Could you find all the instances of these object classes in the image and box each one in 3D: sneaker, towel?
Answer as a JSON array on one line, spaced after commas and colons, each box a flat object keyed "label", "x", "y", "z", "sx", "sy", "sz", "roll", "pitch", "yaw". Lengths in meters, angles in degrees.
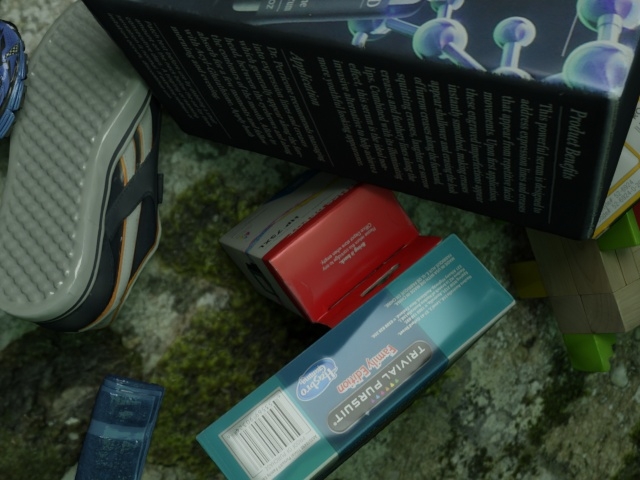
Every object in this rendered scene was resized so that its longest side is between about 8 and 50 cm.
[{"label": "sneaker", "x": -0.329, "y": -0.097, "z": 0.636, "sx": 0.087, "sy": 0.083, "sz": 0.221, "roll": 34, "pitch": 88, "yaw": -44}, {"label": "towel", "x": -0.208, "y": 0.202, "z": 0.770, "sx": 0.067, "sy": 0.029, "sz": 0.119, "roll": 16, "pitch": 90, "yaw": -23}, {"label": "sneaker", "x": -0.213, "y": -0.071, "z": 0.695, "sx": 0.126, "sy": 0.127, "sz": 0.321, "roll": 5, "pitch": 72, "yaw": 14}]

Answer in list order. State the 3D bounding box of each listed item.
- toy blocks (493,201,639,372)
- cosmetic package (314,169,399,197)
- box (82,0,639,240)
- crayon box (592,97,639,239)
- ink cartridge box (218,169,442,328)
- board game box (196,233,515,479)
[{"label": "toy blocks", "x": 0.370, "y": -0.068, "z": 0.911, "sx": 0.261, "sy": 0.191, "sz": 0.381, "roll": -21, "pitch": 94, "yaw": -30}, {"label": "cosmetic package", "x": 0.040, "y": -0.093, "z": 0.834, "sx": 0.115, "sy": 0.041, "sz": 0.060, "roll": 18, "pitch": 88, "yaw": -23}, {"label": "box", "x": 0.070, "y": -0.215, "z": 0.603, "sx": 0.293, "sy": 0.395, "sz": 0.212, "roll": -67, "pitch": 159, "yaw": -17}, {"label": "crayon box", "x": 0.235, "y": -0.185, "z": 0.746, "sx": 0.203, "sy": 0.083, "sz": 0.323, "roll": -46, "pitch": 76, "yaw": 17}, {"label": "ink cartridge box", "x": 0.000, "y": 0.000, "z": 0.724, "sx": 0.134, "sy": 0.231, "sz": 0.078, "roll": -40, "pitch": 108, "yaw": -14}, {"label": "board game box", "x": 0.025, "y": 0.153, "z": 0.704, "sx": 0.254, "sy": 0.336, "sz": 0.079, "roll": -37, "pitch": 75, "yaw": -15}]
